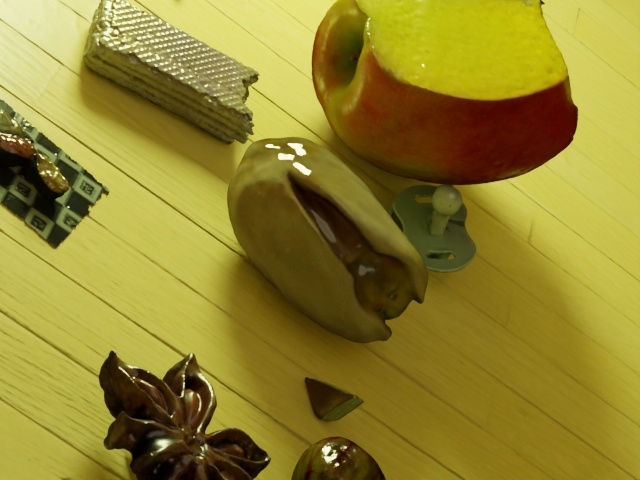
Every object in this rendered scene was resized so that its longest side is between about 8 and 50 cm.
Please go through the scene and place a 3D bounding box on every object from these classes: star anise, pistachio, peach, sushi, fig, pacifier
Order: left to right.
[{"bbox_3d":[-0.332,-0.094,1.860,0.201,0.031,0.139,40,37,-8],"label":"sushi"},{"bbox_3d":[-0.143,0.218,1.711,0.214,0.099,0.220,27,34,-45],"label":"star anise"},{"bbox_3d":[0.000,0.000,2.005,0.166,0.197,0.288,-41,101,-11],"label":"pistachio"},{"bbox_3d":[0.009,0.287,1.787,0.109,0.103,0.154,18,42,24],"label":"fig"},{"bbox_3d":[0.150,-0.031,2.205,0.127,0.116,0.150,6,52,-8],"label":"pacifier"},{"bbox_3d":[0.184,-0.190,2.230,0.380,0.306,0.242,-4,66,-23],"label":"peach"}]

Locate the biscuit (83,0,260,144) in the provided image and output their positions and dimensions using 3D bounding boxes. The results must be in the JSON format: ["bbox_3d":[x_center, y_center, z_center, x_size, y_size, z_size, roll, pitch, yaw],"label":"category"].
[{"bbox_3d":[-0.186,-0.213,2.088,0.239,0.062,0.108,27,43,-22],"label":"biscuit"}]

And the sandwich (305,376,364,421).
[{"bbox_3d":[0.012,0.190,1.927,0.031,0.044,0.083,15,4,-40],"label":"sandwich"}]
